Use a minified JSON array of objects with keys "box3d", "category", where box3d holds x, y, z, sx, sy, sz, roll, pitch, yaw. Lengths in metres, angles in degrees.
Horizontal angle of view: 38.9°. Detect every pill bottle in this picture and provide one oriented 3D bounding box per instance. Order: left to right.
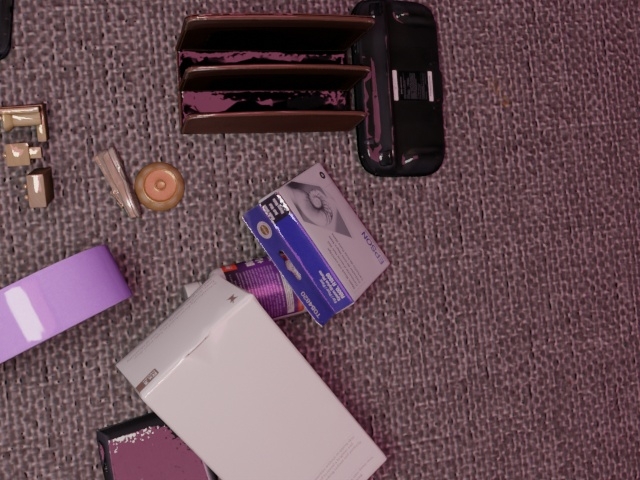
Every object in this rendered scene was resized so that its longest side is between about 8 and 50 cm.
[{"box3d":[-0.121,0.088,1.479,0.194,0.108,0.108,-14,89,-15],"category":"pill bottle"}]

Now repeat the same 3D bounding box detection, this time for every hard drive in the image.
[{"box3d":[-0.248,0.403,1.448,0.172,0.054,0.254,-16,89,-15],"category":"hard drive"}]

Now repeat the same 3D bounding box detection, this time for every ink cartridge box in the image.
[{"box3d":[0.000,0.000,1.481,0.223,0.045,0.224,55,35,-5],"category":"ink cartridge box"}]

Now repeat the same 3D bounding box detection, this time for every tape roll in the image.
[{"box3d":[-0.416,0.106,1.319,0.275,0.275,0.090,-29,92,-14],"category":"tape roll"}]

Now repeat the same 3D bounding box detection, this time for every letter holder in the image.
[{"box3d":[-0.072,-0.268,1.466,0.302,0.214,0.152,-3,86,-14],"category":"letter holder"}]

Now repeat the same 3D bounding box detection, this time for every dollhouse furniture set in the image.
[{"box3d":[-0.488,-0.131,1.404,0.123,0.144,0.151,-5,101,-9],"category":"dollhouse furniture set"}]

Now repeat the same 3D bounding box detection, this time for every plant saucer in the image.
[{"box3d":[-0.267,-0.091,1.506,0.083,0.015,0.083,1,85,-13],"category":"plant saucer"}]

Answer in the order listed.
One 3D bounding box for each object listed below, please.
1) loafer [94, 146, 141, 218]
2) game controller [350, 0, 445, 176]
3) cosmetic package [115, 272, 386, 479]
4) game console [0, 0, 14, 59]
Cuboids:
[{"box3d":[-0.331,-0.090,1.481,0.039,0.045,0.125,-22,84,2],"category":"loafer"},{"box3d":[0.139,-0.271,1.606,0.167,0.067,0.319,-1,86,-28],"category":"game controller"},{"box3d":[-0.100,0.264,1.385,0.217,0.156,0.385,-42,115,-14],"category":"cosmetic package"},{"box3d":[-0.557,-0.470,1.455,0.213,0.044,0.361,3,84,-12],"category":"game console"}]
